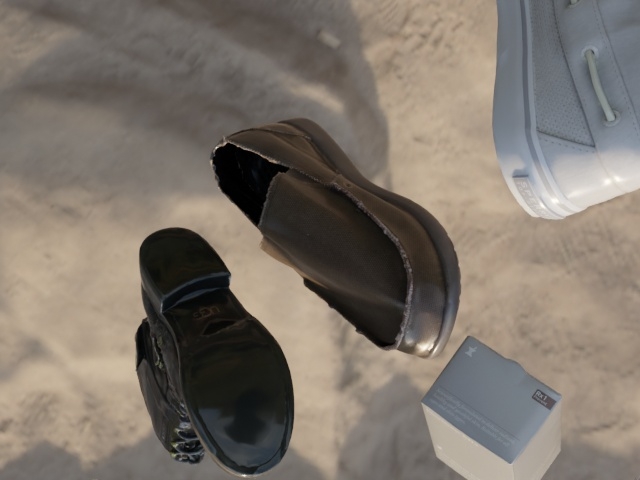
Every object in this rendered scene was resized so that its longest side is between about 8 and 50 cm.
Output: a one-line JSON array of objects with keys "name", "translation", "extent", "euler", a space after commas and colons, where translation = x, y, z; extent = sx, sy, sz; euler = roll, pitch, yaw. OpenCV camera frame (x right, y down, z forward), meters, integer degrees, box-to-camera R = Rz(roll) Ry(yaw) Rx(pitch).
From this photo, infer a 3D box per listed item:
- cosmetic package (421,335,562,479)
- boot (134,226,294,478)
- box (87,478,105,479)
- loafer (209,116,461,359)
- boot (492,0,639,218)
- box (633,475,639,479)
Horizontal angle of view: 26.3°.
[{"name": "cosmetic package", "translation": [0.197, 0.211, 1.550], "extent": [0.127, 0.107, 0.238], "euler": [33, 168, 22]}, {"name": "boot", "translation": [-0.105, 0.137, 1.220], "extent": [0.091, 0.263, 0.229], "euler": [-12, 146, -20]}, {"name": "box", "translation": [-0.155, 0.239, 0.930], "extent": [0.113, 0.094, 0.275], "euler": [15, 154, -20]}, {"name": "loafer", "translation": [0.000, 0.000, 1.324], "extent": [0.130, 0.366, 0.133], "euler": [-5, 120, -32]}, {"name": "boot", "translation": [0.162, -0.135, 0.741], "extent": [0.123, 0.258, 0.095], "euler": [-18, 144, 30]}, {"name": "box", "translation": [0.399, 0.339, 1.495], "extent": [0.103, 0.114, 0.203], "euler": [51, 161, -11]}]
